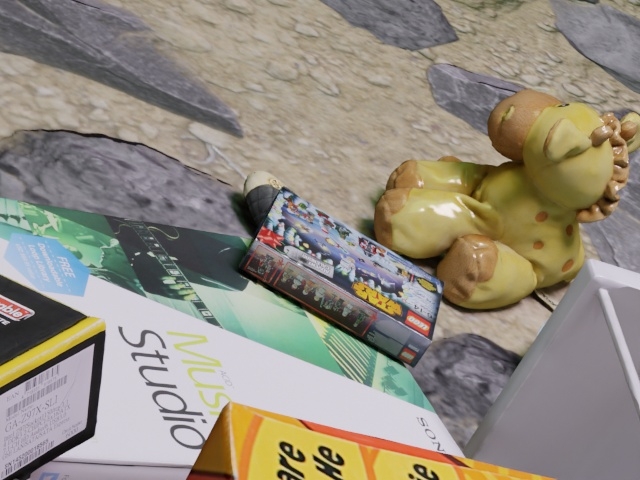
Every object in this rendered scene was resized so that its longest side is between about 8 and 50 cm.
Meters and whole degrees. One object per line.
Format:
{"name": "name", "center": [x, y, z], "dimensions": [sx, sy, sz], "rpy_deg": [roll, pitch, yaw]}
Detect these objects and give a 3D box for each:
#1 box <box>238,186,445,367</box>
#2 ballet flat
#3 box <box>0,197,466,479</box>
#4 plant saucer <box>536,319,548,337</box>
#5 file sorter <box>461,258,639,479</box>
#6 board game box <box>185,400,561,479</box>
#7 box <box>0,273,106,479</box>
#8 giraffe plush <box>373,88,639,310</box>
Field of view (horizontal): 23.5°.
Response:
{"name": "box", "center": [0.017, 0.023, 1.053], "dimensions": [0.137, 0.027, 0.094], "rpy_deg": [30, 26, -4]}
{"name": "ballet flat", "center": [0.000, 0.000, 1.164], "dimensions": [0.057, 0.049, 0.173], "rpy_deg": [-5, 43, -44]}
{"name": "box", "center": [-0.080, 0.076, 0.946], "dimensions": [0.322, 0.058, 0.232], "rpy_deg": [11, 33, -40]}
{"name": "plant saucer", "center": [0.241, 0.131, 1.166], "dimensions": [0.195, 0.037, 0.195], "rpy_deg": [21, 31, -13]}
{"name": "file sorter", "center": [0.259, 0.170, 0.968], "dimensions": [0.277, 0.193, 0.173], "rpy_deg": [16, 34, -18]}
{"name": "board game box", "center": [0.086, 0.324, 0.421], "dimensions": [0.356, 0.356, 0.356], "rpy_deg": [16, 32, -19]}
{"name": "box", "center": [-0.305, 0.055, 0.710], "dimensions": [0.322, 0.079, 0.257], "rpy_deg": [22, 32, 27]}
{"name": "giraffe plush", "center": [0.171, -0.044, 1.246], "dimensions": [0.210, 0.170, 0.181], "rpy_deg": [28, 30, 2]}
